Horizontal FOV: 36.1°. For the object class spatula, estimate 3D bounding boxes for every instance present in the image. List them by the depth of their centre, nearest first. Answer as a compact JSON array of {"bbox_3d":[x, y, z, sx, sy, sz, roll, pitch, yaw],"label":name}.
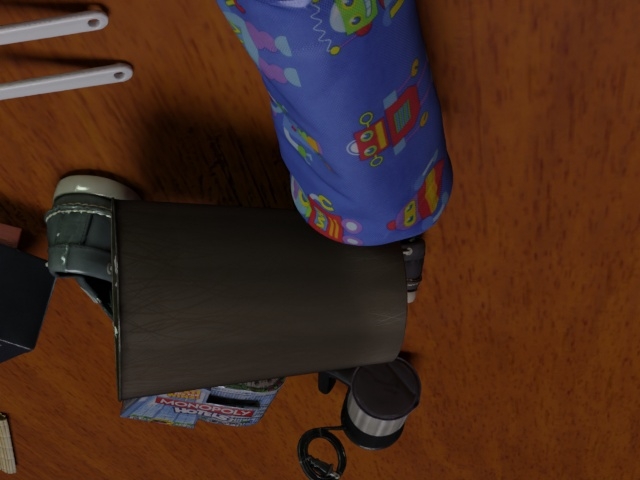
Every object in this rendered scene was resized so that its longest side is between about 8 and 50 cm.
[{"bbox_3d":[-0.258,-0.138,0.687,0.242,0.019,0.168,-12,151,-8],"label":"spatula"}]

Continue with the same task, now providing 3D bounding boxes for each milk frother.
[{"bbox_3d":[0.044,0.222,1.197,0.129,0.143,0.134,13,153,3],"label":"milk frother"}]

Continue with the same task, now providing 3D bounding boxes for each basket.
[{"bbox_3d":[-0.055,0.045,0.810,0.227,0.154,0.204,-2,154,-14],"label":"basket"}]

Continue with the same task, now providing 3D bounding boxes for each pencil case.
[{"bbox_3d":[0.009,-0.113,0.639,0.119,0.133,0.306,-38,149,-8],"label":"pencil case"}]

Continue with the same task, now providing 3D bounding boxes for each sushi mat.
[{"bbox_3d":[-0.590,0.333,1.641,0.152,0.019,0.316,10,150,-9],"label":"sushi mat"}]

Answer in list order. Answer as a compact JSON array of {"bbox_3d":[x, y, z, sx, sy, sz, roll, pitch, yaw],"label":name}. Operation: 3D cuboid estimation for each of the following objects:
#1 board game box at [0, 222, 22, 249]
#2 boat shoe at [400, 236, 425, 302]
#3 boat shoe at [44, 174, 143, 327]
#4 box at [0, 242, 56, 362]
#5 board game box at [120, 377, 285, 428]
[{"bbox_3d":[-0.458,-0.010,0.999,0.281,0.027,0.145,17,148,-18],"label":"board game box"},{"bbox_3d":[0.000,0.000,0.920,0.206,0.075,0.064,16,107,-7],"label":"boat shoe"},{"bbox_3d":[-0.196,0.058,0.995,0.116,0.099,0.319,1,150,10],"label":"boat shoe"},{"bbox_3d":[-0.362,0.053,0.951,0.158,0.093,0.156,24,155,-28],"label":"box"},{"bbox_3d":[-0.149,0.187,1.256,0.194,0.060,0.194,11,151,-9],"label":"board game box"}]
